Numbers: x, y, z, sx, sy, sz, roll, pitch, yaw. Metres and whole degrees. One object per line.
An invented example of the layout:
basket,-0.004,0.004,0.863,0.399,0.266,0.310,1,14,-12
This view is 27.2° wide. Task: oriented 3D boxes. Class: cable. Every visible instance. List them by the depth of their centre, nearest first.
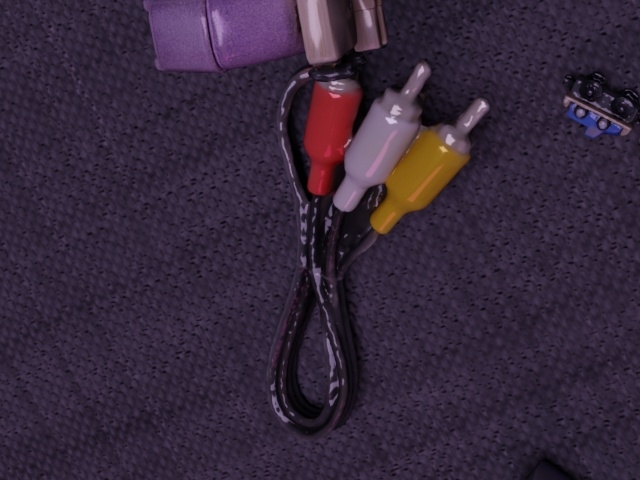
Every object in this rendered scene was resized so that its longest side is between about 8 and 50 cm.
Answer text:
cable,0.000,0.000,0.878,0.139,0.072,0.287,28,110,14

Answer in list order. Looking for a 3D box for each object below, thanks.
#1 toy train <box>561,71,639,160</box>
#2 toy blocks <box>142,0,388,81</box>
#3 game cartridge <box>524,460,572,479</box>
toy train,0.218,-0.058,0.823,0.158,0.027,0.036,30,121,7
toy blocks,-0.106,-0.246,0.738,0.260,0.288,0.309,-6,105,14
game cartridge,0.229,0.340,0.903,0.355,0.068,0.230,36,115,5
